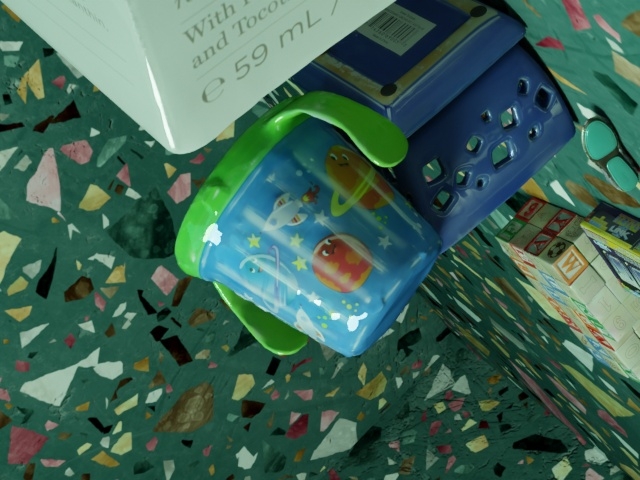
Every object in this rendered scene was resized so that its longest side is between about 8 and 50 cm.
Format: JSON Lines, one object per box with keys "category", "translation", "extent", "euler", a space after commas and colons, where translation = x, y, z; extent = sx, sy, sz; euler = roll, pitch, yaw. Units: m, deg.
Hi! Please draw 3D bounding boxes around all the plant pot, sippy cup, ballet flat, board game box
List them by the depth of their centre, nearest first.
{"category": "sippy cup", "translation": [0.000, 0.000, 1.380], "extent": [0.224, 0.240, 0.305], "euler": [38, 171, 11]}
{"category": "ballet flat", "translation": [0.319, -0.101, 1.435], "extent": [0.114, 0.041, 0.041], "euler": [49, 173, -33]}
{"category": "plant pot", "translation": [0.118, -0.166, 1.469], "extent": [0.236, 0.236, 0.212], "euler": [38, 165, 44]}
{"category": "board game box", "translation": [0.424, 0.035, 1.621], "extent": [0.141, 0.048, 0.170], "euler": [51, 173, -33]}

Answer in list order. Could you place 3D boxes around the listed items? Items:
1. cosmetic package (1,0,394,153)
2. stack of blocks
{"category": "cosmetic package", "translation": [-0.091, -0.337, 0.731], "extent": [0.327, 0.329, 0.394], "euler": [42, 160, 29]}
{"category": "stack of blocks", "translation": [0.408, 0.082, 1.891], "extent": [0.297, 0.087, 0.171], "euler": [47, 174, -25]}
